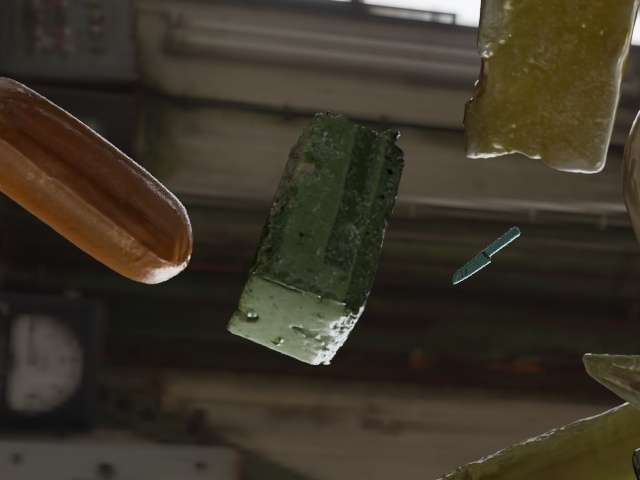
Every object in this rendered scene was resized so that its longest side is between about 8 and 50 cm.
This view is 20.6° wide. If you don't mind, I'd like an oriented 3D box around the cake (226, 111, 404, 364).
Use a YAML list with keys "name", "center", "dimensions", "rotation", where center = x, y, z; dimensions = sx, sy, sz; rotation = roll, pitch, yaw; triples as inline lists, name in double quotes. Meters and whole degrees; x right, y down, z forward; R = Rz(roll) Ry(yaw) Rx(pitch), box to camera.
- name: "cake"
  center: [0.000, -0.004, 1.513]
  dimensions: [0.235, 0.100, 0.099]
  rotation: [-73, -173, -46]

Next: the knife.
- name: "knife"
  center: [0.167, 0.016, 1.782]
  dimensions: [0.091, 0.014, 0.005]
  rotation: [-39, 176, 23]

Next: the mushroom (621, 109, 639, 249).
- name: "mushroom"
  center: [0.304, -0.043, 1.162]
  dimensions: [0.209, 0.206, 0.206]
  rotation: [153, -58, -62]

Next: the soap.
- name: "soap"
  center: [0.163, -0.201, 1.076]
  dimensions: [0.315, 0.091, 0.199]
  rotation: [-66, 167, -52]

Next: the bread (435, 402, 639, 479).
- name: "bread"
  center: [0.236, 0.208, 1.481]
  dimensions: [0.166, 0.383, 0.112]
  rotation: [52, 20, -40]

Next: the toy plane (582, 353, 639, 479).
- name: "toy plane"
  center: [0.256, 0.169, 1.115]
  dimensions: [0.092, 0.229, 0.244]
  rotation: [-96, 167, -83]

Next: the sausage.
- name: "sausage"
  center: [-0.236, -0.059, 1.677]
  dimensions: [0.105, 0.274, 0.105]
  rotation: [-42, -155, 25]
